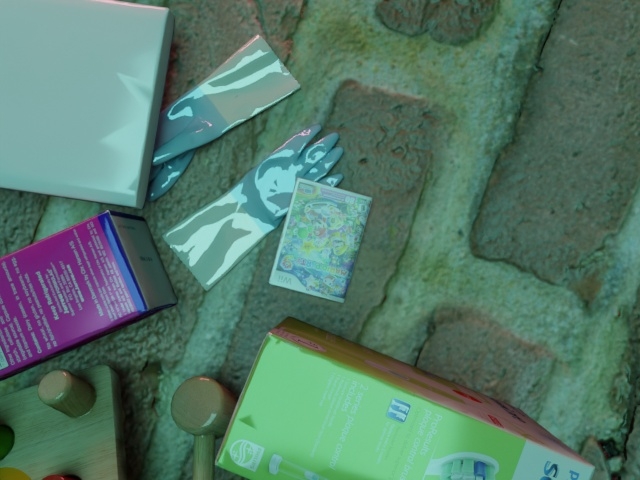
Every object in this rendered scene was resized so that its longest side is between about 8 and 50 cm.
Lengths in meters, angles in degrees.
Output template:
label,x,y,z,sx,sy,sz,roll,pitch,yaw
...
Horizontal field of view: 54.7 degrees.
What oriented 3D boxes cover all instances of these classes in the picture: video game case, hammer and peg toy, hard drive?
label,x,y,z,sx,sy,sz,roll,pitch,yaw
video game case,0.000,0.000,0.685,0.087,0.011,0.121,15,92,-5
hammer and peg toy,-0.255,0.258,0.587,0.362,0.127,0.265,-17,57,2
hard drive,-0.329,-0.160,0.648,0.319,0.040,0.210,8,87,0

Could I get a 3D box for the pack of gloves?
label,x,y,z,sx,sy,sz,roll,pitch,yaw
pack of gloves,-0.101,-0.090,0.685,0.232,0.046,0.195,-39,86,0

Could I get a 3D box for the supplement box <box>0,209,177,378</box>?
label,x,y,z,sx,sy,sz,roll,pitch,yaw
supplement box,-0.283,0.064,0.652,0.220,0.111,0.113,-23,88,2

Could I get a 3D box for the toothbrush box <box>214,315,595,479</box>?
label,x,y,z,sx,sy,sz,roll,pitch,yaw
toothbrush box,0.068,0.183,0.587,0.283,0.206,0.122,23,88,4
